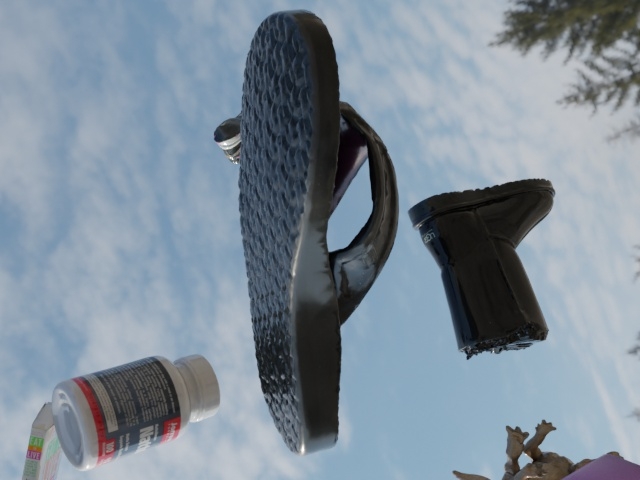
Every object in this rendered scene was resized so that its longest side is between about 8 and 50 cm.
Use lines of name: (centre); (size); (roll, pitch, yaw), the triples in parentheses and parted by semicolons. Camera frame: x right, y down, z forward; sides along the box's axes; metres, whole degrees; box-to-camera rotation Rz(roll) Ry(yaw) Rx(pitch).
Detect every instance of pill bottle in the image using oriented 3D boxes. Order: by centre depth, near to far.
pill bottle: (-0.216, 0.197, 1.091); (0.180, 0.108, 0.107); (-13, -96, -35)

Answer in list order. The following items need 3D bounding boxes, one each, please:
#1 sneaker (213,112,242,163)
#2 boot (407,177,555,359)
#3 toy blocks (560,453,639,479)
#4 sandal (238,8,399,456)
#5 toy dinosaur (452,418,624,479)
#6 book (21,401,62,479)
sneaker: (-0.114, -0.205, 1.647); (0.178, 0.072, 0.077); (-37, -45, -20)
boot: (0.237, 0.035, 1.162); (0.247, 0.094, 0.207); (-10, -106, -38)
toy blocks: (0.212, 0.221, 0.317); (0.309, 0.260, 0.288); (-21, -69, -34)
sandal: (-0.001, 0.000, 0.803); (0.167, 0.107, 0.445); (-124, 27, -46)
toy dinosaur: (0.335, 0.398, 1.414); (0.296, 0.127, 0.200); (-4, -62, -31)
book: (-0.349, 0.285, 1.129); (0.096, 0.035, 0.144); (-94, 17, -82)
